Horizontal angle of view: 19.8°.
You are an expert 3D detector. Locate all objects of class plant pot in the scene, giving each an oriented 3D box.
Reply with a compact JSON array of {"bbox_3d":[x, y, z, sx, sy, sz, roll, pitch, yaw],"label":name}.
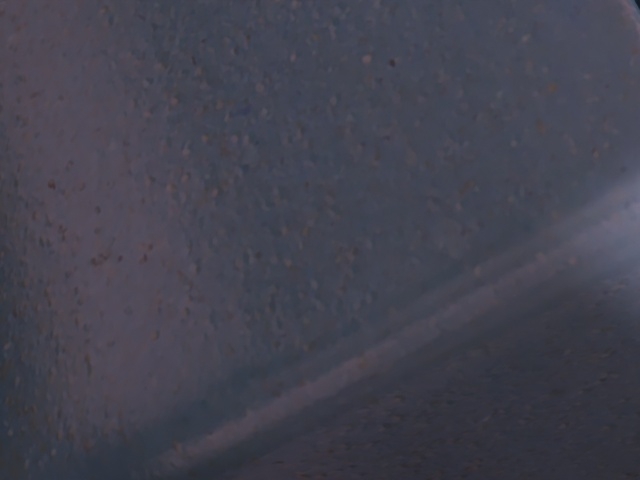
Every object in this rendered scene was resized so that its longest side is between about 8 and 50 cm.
[{"bbox_3d":[0.000,0.000,0.564,0.248,0.252,0.247,38,25,-53],"label":"plant pot"}]
